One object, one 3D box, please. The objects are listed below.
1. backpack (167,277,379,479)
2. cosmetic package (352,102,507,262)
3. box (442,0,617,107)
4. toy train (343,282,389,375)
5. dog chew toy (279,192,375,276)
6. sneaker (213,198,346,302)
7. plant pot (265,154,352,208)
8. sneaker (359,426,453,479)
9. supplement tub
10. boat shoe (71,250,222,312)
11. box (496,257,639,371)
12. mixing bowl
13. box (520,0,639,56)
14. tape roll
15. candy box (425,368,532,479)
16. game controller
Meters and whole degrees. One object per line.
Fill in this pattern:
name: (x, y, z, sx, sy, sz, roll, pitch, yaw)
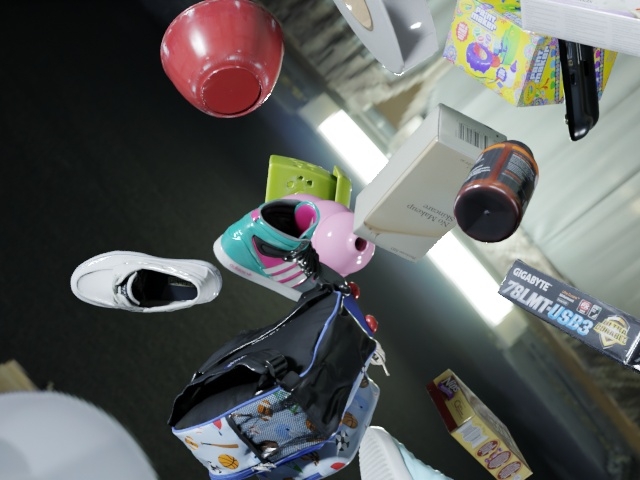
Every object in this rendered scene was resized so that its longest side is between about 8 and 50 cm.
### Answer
backpack: (-0.063, 0.215, 1.477, 0.213, 0.263, 0.276, 62, -152, -13)
cosmetic package: (0.207, -0.105, 2.085, 0.160, 0.309, 0.113, 24, -134, -16)
box: (0.501, -0.465, 2.584, 0.279, 0.177, 0.290, -8, -144, -32)
toy train: (0.056, 0.224, 2.425, 0.105, 0.143, 0.248, -14, -113, -37)
dog chew toy: (0.000, 0.000, 2.347, 0.207, 0.206, 0.332, 36, 164, -26)
sneaker: (-0.037, 0.012, 2.091, 0.296, 0.178, 0.123, 22, -142, -30)
plant pot: (-0.035, -0.085, 2.693, 0.207, 0.227, 0.228, 5, -170, -4)
sneaker: (0.194, 0.490, 2.088, 0.150, 0.135, 0.366, 4, -152, -26)
supplement tub: (0.279, -0.085, 1.676, 0.106, 0.106, 0.198, 45, -143, -7)
boat shoe: (-0.297, 0.075, 1.763, 0.088, 0.268, 0.096, -28, -59, -69)
box: (0.452, 0.150, 1.593, 0.293, 0.073, 0.295, 29, 180, -31)
mixing bowl: (-0.131, -0.241, 1.539, 0.181, 0.181, 0.098, 28, -147, -38)
box: (0.443, -0.312, 1.563, 0.324, 0.067, 0.063, 22, -130, 36)
tape roll: (0.062, -0.455, 1.802, 0.392, 0.072, 0.392, 58, 178, 4)
candy box: (0.243, 0.290, 1.655, 0.187, 0.053, 0.109, 44, -168, -35)
game controller: (0.428, -0.333, 1.863, 0.166, 0.067, 0.319, -33, -64, -61)
